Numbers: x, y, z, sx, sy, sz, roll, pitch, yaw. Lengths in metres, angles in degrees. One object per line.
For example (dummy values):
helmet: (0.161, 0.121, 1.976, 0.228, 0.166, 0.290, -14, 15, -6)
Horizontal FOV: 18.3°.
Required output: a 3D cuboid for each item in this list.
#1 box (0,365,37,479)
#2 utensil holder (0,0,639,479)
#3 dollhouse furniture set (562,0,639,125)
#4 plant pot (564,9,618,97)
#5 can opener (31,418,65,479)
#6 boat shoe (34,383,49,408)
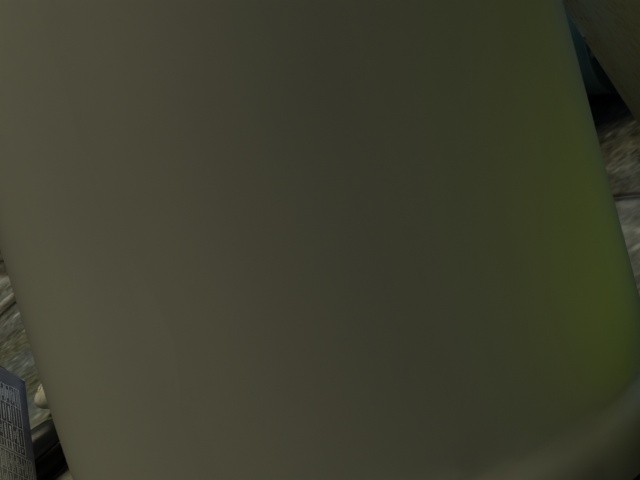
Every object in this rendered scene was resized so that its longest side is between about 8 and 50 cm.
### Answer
box: (-0.225, 0.196, 1.044, 0.183, 0.056, 0.231, -37, 44, 23)
utensil holder: (-0.019, -0.055, 1.022, 0.327, 0.385, 0.327, -15, 13, 4)
dollhouse furniture set: (0.325, -0.231, 1.183, 0.394, 0.256, 0.362, -33, 15, 12)
plant pot: (0.144, -0.206, 1.504, 0.196, 0.293, 0.293, 8, 39, 28)
can opener: (-0.263, 0.205, 1.512, 0.186, 0.073, 0.059, -40, -21, -25)
boat shoe: (-0.212, 0.107, 1.689, 0.035, 0.035, 0.100, -17, 31, 39)
